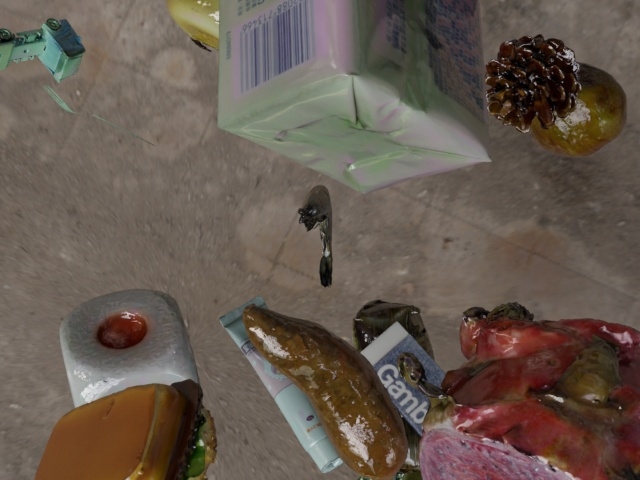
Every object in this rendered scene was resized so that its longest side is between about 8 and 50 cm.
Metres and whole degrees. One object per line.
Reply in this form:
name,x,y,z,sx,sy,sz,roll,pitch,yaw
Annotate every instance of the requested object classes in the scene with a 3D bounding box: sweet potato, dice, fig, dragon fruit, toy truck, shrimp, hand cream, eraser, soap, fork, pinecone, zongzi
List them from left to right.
toy truck,-0.441,-0.278,1.536,0.175,0.067,0.081,-24,68,-44
fork,-0.402,-0.218,1.858,0.235,0.039,0.021,29,84,-31
dice,-0.296,0.202,1.596,0.193,0.191,0.194,-16,41,-13
hand cream,-0.059,0.243,1.729,0.085,0.058,0.331,-31,62,-5
shrimp,0.000,0.000,1.916,0.051,0.262,0.198,-7,98,8
sweet potato,0.014,0.165,1.173,0.097,0.097,0.291,-40,114,-10
soap,0.028,-0.157,0.778,0.182,0.138,0.199,19,61,-44
zongzi,0.126,0.238,1.740,0.134,0.288,0.285,-5,90,0
eraser,0.153,0.226,1.498,0.092,0.046,0.212,-40,67,-4
pinecone,0.280,-0.210,1.385,0.121,0.140,0.140,-35,89,-37
fig,0.453,-0.285,1.904,0.190,0.191,0.290,-51,129,-10
dragon fruit,0.178,0.143,0.729,0.282,0.211,0.147,50,58,-13

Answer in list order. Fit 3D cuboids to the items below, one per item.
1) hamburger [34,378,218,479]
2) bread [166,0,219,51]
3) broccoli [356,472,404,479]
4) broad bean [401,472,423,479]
hamburger,-0.145,0.173,0.794,0.087,0.166,0.137,42,44,-32
bread,-0.178,-0.433,1.839,0.261,0.156,0.158,30,82,29
broccoli,0.148,0.347,1.958,0.165,0.304,0.145,-21,116,17
broad bean,0.172,0.472,1.730,0.153,0.072,0.206,46,66,-30
